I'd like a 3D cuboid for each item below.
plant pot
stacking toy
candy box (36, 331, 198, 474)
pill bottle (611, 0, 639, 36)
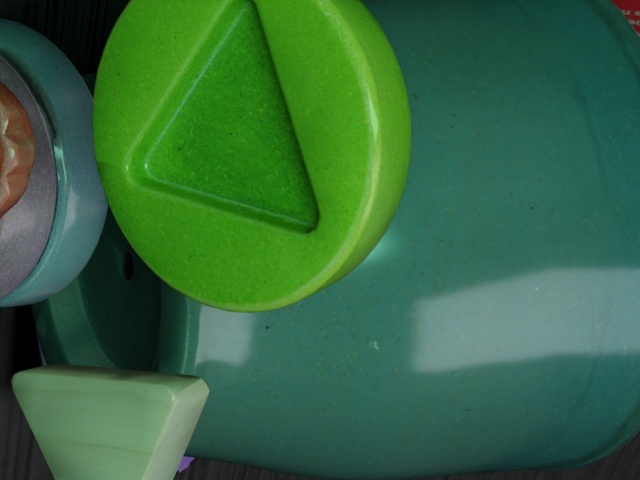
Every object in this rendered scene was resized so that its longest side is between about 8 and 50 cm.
[{"bbox_3d":[0.000,0.000,0.992,0.255,0.272,0.272,-7,137,-30],"label":"plant pot"},{"bbox_3d":[-0.075,-0.051,0.820,0.130,0.279,0.309,-13,142,-54],"label":"stacking toy"},{"bbox_3d":[-0.070,0.032,1.169,0.196,0.070,0.165,-32,133,-37],"label":"candy box"},{"bbox_3d":[0.186,-0.204,1.124,0.229,0.229,0.408,-45,158,-12],"label":"pill bottle"}]
